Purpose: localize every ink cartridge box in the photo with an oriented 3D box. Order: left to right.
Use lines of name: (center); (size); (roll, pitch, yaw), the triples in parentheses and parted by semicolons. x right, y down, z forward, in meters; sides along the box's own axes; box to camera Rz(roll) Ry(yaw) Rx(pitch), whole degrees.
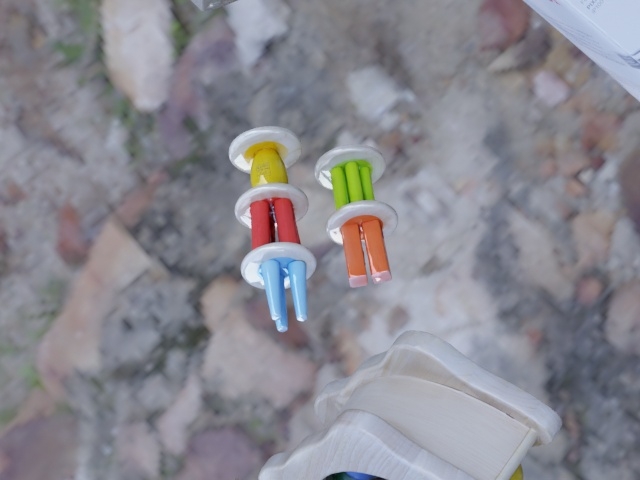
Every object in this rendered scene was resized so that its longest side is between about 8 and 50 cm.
ink cartridge box: (0.290, -0.215, 1.814); (0.283, 0.117, 0.207); (36, -176, -26)

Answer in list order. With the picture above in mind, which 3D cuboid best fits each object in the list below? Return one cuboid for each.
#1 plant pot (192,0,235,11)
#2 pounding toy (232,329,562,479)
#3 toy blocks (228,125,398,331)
plant pot: (-0.053, -0.196, 1.142); (0.109, 0.109, 0.096); (101, 147, -74)
pounding toy: (0.032, 0.179, 1.190); (0.154, 0.155, 0.269); (41, 151, -4)
toy blocks: (0.000, 0.000, 1.389); (0.123, 0.148, 0.054); (11, 142, -26)
